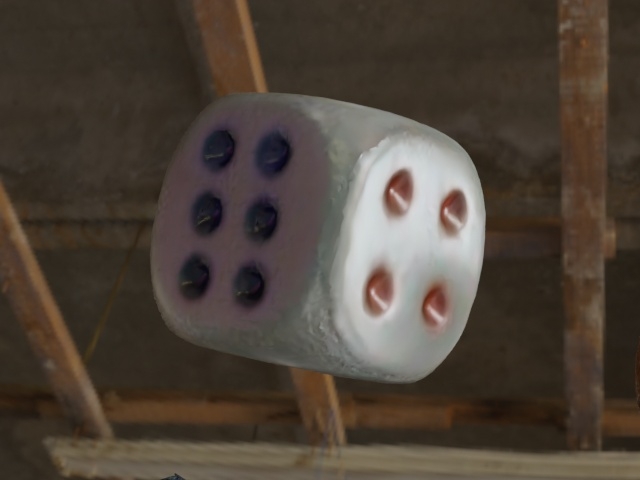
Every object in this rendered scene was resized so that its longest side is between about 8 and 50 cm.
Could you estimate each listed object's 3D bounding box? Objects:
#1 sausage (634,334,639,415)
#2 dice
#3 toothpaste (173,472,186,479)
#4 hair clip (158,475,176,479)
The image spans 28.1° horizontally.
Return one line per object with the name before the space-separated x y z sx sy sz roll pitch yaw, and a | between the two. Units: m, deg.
sausage | 0.320 0.152 0.995 0.133 0.133 0.258 -14 -69 24
dice | 0.000 0.000 0.965 0.194 0.193 0.192 10 -2 40
toothpaste | -0.193 0.312 1.049 0.053 0.272 0.066 21 -31 58
hair clip | -0.272 0.341 1.404 0.083 0.275 0.048 45 -11 21
